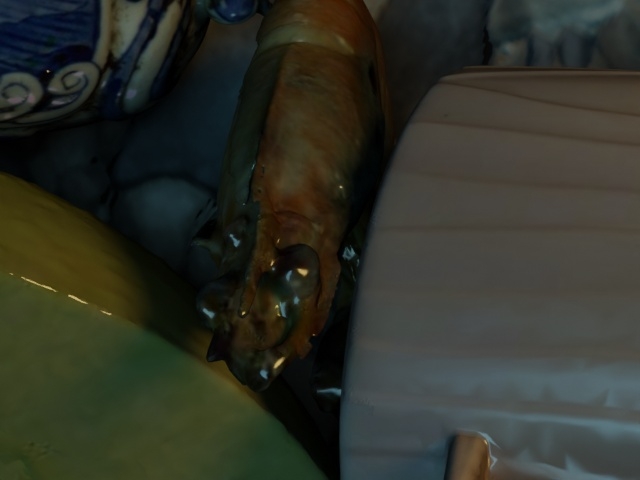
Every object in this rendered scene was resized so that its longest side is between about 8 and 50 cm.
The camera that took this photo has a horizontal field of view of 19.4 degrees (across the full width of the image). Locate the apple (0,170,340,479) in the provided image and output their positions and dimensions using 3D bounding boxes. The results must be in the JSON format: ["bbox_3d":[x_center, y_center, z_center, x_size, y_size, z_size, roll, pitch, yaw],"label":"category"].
[{"bbox_3d":[-0.175,0.123,0.630,0.312,0.320,0.360,6,140,44],"label":"apple"}]

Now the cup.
[{"bbox_3d":[0.152,0.073,0.561,0.273,0.288,0.208,6,137,20],"label":"cup"}]

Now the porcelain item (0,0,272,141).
[{"bbox_3d":[-0.128,-0.143,0.635,0.186,0.288,0.138,-21,54,-12],"label":"porcelain item"}]

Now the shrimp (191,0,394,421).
[{"bbox_3d":[0.002,0.000,0.616,0.052,0.251,0.143,-5,115,16],"label":"shrimp"}]
